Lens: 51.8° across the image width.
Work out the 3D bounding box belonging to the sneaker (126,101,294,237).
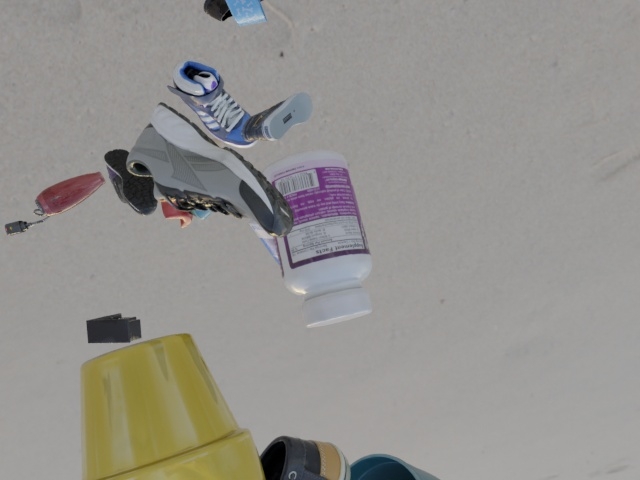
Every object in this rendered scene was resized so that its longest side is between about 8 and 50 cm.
[{"bbox_3d":[-0.140,-0.069,0.827,0.108,0.271,0.100,-53,149,-5],"label":"sneaker"}]

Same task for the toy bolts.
[{"bbox_3d":[-0.317,-0.164,1.609,0.158,0.228,0.218,-18,164,14],"label":"toy bolts"}]

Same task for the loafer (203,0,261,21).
[{"bbox_3d":[-0.207,-0.643,1.783,0.220,0.078,0.080,-31,168,-19],"label":"loafer"}]

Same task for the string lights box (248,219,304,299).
[{"bbox_3d":[-0.029,0.012,1.421,0.077,0.133,0.259,3,136,44],"label":"string lights box"}]

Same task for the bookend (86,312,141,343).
[{"bbox_3d":[-0.607,0.268,2.035,0.157,0.072,0.156,-4,-179,23],"label":"bookend"}]

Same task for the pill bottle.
[{"bbox_3d":[0.000,0.000,1.213,0.169,0.301,0.169,-13,169,-2],"label":"pill bottle"}]

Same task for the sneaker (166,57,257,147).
[{"bbox_3d":[-0.319,-0.423,2.020,0.323,0.130,0.236,41,170,-3],"label":"sneaker"}]

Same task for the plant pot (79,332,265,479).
[{"bbox_3d":[-0.230,0.268,0.935,0.254,0.239,0.254,-17,170,-3],"label":"plant pot"}]

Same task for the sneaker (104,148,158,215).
[{"bbox_3d":[-0.572,-0.154,2.027,0.107,0.283,0.124,-18,142,-27],"label":"sneaker"}]

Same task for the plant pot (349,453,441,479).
[{"bbox_3d":[0.183,0.576,1.274,0.255,0.271,0.272,29,133,-36],"label":"plant pot"}]

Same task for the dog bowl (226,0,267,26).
[{"bbox_3d":[-0.220,-0.656,1.590,0.074,0.166,0.297,-22,123,5],"label":"dog bowl"}]

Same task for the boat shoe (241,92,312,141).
[{"bbox_3d":[-0.092,-0.264,1.400,0.083,0.183,0.065,1,120,34],"label":"boat shoe"}]

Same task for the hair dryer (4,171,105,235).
[{"bbox_3d":[-0.737,-0.122,1.857,0.294,0.223,0.080,-22,107,15],"label":"hair dryer"}]

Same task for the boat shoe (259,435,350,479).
[{"bbox_3d":[-0.153,0.555,1.204,0.156,0.187,0.500,36,95,-28],"label":"boat shoe"}]
